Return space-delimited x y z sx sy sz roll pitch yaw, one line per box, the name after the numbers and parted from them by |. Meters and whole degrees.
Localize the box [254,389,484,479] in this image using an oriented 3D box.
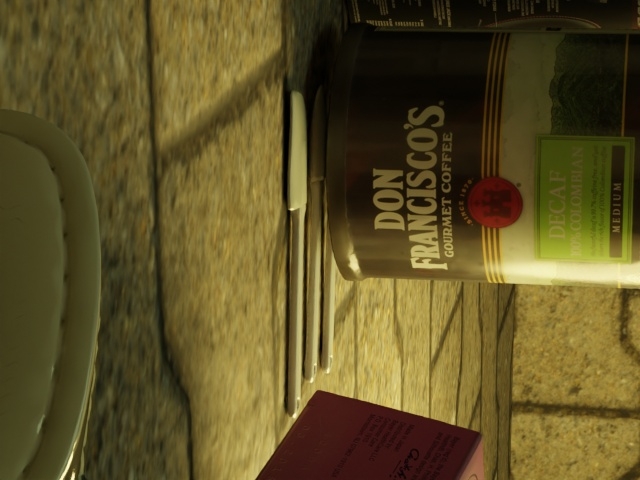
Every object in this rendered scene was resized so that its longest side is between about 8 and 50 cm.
0.012 0.259 1.000 0.213 0.117 0.243 -52 146 -45 | box

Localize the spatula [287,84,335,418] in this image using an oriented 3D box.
0.000 0.000 1.235 0.168 0.019 0.242 -43 134 -75 | spatula

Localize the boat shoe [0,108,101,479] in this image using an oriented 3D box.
-0.125 0.112 0.468 0.091 0.109 0.305 64 37 -68 | boat shoe

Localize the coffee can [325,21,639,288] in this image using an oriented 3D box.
0.157 -0.065 1.251 0.201 0.275 0.202 2 90 -79 | coffee can

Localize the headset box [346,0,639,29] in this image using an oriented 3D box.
0.177 -0.195 1.363 0.218 0.293 0.110 75 22 -54 | headset box
